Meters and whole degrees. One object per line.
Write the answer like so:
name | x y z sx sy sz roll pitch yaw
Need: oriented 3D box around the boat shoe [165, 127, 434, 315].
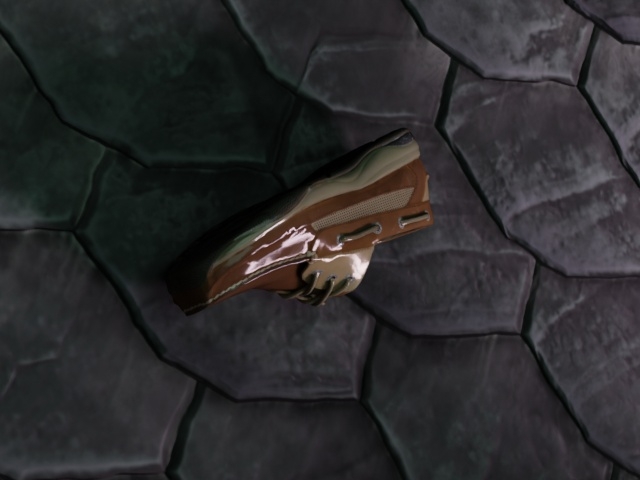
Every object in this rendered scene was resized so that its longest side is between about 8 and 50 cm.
boat shoe | 0.000 0.000 1.720 0.324 0.122 0.120 -31 97 -37
